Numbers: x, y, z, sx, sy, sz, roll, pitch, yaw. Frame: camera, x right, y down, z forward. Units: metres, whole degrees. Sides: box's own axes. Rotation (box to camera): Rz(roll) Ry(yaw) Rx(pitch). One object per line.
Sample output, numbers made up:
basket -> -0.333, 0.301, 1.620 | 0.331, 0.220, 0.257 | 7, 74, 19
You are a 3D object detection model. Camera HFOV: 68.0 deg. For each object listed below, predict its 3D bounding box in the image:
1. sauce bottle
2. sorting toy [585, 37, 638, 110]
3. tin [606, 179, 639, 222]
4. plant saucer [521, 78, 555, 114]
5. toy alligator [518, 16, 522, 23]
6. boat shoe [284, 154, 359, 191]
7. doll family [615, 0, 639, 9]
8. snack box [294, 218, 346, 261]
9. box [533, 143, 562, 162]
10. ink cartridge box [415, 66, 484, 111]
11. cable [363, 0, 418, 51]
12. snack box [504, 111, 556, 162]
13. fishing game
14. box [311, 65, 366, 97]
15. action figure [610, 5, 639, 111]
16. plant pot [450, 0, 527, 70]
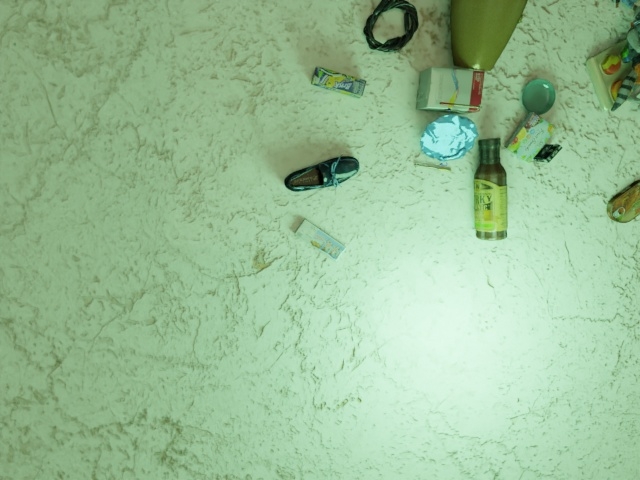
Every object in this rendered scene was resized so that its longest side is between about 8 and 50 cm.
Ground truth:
sauce bottle -> 0.579, -0.174, 1.621 | 0.112, 0.111, 0.344 | -7, 100, -3
sorting toy -> 1.029, -0.573, 1.609 | 0.208, 0.038, 0.192 | -28, 103, 2
tin -> 1.122, -0.141, 1.709 | 0.190, 0.040, 0.106 | -36, 98, 3
plant saucer -> 0.736, -0.486, 1.611 | 0.120, 0.021, 0.119 | -1, 102, -4
toy alligator -> 0.634, -0.768, 1.528 | 0.056, 0.051, 0.189 | 7, 101, -7
boat shoe -> 0.011, -0.207, 1.573 | 0.259, 0.089, 0.108 | -22, 103, 0
doll family -> 1.020, -0.848, 1.531 | 0.112, 0.076, 0.192 | 18, 95, -28
snack box -> 0.000, 0.000, 1.650 | 0.178, 0.022, 0.064 | 34, 96, -10
box -> 0.776, -0.298, 1.622 | 0.018, 0.083, 0.067 | 39, 96, -12
ink cartridge box -> 0.412, -0.480, 1.530 | 0.176, 0.128, 0.127 | 3, 102, -6
cable -> 0.224, -0.682, 1.521 | 0.151, 0.047, 0.184 | 35, 94, -16
snack box -> 0.715, -0.351, 1.620 | 0.100, 0.037, 0.141 | 30, 108, -11
fishing game -> 0.420, -0.339, 1.553 | 0.189, 0.041, 0.264 | 4, 137, -5
box -> 0.058, -0.509, 1.530 | 0.169, 0.059, 0.054 | 14, 99, -8
action figure -> 1.013, -0.591, 1.504 | 0.342, 0.179, 0.329 | 0, 94, -34
plant pot -> 0.502, -0.665, 1.468 | 0.237, 0.237, 0.254 | 3, 115, -6
